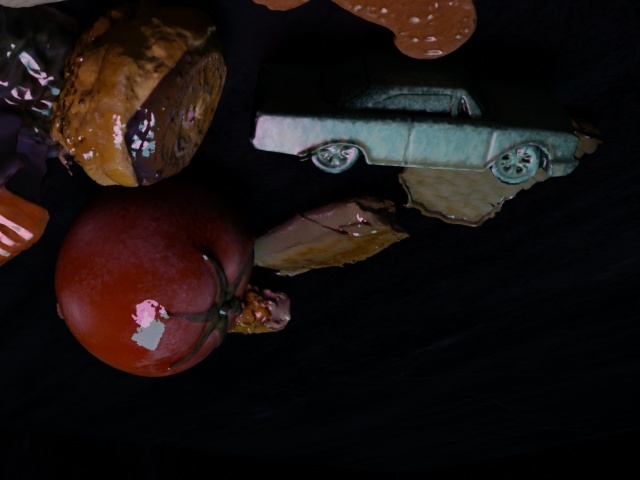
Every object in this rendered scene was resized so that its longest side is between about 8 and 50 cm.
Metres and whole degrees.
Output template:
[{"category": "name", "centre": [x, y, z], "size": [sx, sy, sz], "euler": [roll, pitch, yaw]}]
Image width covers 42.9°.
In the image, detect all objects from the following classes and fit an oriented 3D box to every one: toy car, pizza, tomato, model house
[{"category": "toy car", "centre": [0.092, -0.128, 0.813], "size": [0.320, 0.141, 0.097], "euler": [4, 122, -4]}, {"category": "pizza", "centre": [-0.253, 0.110, 1.408], "size": [0.408, 0.114, 0.278], "euler": [2, 161, -8]}, {"category": "tomato", "centre": [-0.219, 0.040, 1.068], "size": [0.264, 0.265, 0.265], "euler": [1, 156, 0]}, {"category": "model house", "centre": [-0.409, -0.038, 0.798], "size": [0.297, 0.339, 0.360], "euler": [23, 148, -36]}]

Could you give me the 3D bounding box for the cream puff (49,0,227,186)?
[{"category": "cream puff", "centre": [-0.174, -0.136, 0.761], "size": [0.129, 0.189, 0.189], "euler": [25, 158, 11]}]

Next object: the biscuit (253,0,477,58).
[{"category": "biscuit", "centre": [0.016, -0.253, 0.641], "size": [0.323, 0.049, 0.205], "euler": [11, 153, -23]}]

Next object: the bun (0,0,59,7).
[{"category": "bun", "centre": [-0.220, -0.245, 0.467], "size": [0.283, 0.179, 0.283], "euler": [0, 141, 0]}]

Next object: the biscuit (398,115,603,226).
[{"category": "biscuit", "centre": [0.194, -0.094, 1.004], "size": [0.187, 0.036, 0.273], "euler": [12, 154, -24]}]

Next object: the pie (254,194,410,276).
[{"category": "pie", "centre": [0.000, 0.000, 1.183], "size": [0.128, 0.068, 0.282], "euler": [22, 150, -36]}]
